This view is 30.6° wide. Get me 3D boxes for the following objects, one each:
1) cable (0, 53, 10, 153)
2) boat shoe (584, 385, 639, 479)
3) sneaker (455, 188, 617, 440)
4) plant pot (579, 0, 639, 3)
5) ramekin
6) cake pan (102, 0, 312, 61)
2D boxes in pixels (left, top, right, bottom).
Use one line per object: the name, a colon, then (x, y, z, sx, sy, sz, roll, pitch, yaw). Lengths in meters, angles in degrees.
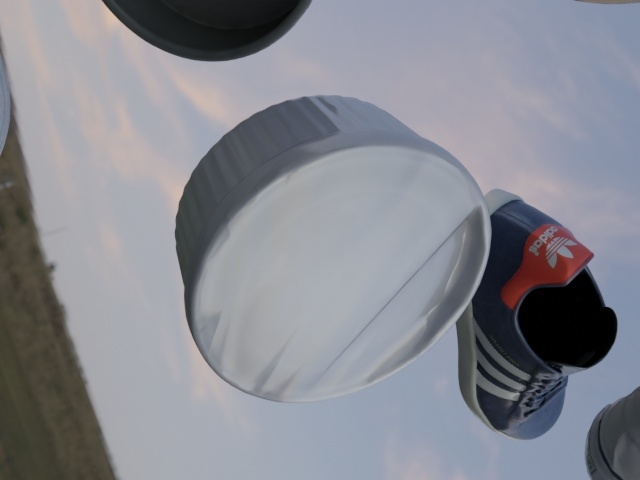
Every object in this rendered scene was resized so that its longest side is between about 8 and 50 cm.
cable: (-0.395, -0.125, 0.994, 0.089, 0.257, 0.257, -6, -98, 55)
boat shoe: (0.234, 0.138, 0.546, 0.226, 0.083, 0.076, 24, -30, 5)
sneaker: (0.224, 0.110, 1.165, 0.148, 0.131, 0.350, 29, -25, 38)
plant pot: (0.172, -0.256, 0.628, 0.237, 0.237, 0.110, 94, -9, -46)
ramekin: (0.000, 0.000, 1.003, 0.127, 0.273, 0.273, -123, -156, -47)
cake pan: (-0.111, -0.316, 1.092, 0.293, 0.054, 0.293, 12, -62, 23)
